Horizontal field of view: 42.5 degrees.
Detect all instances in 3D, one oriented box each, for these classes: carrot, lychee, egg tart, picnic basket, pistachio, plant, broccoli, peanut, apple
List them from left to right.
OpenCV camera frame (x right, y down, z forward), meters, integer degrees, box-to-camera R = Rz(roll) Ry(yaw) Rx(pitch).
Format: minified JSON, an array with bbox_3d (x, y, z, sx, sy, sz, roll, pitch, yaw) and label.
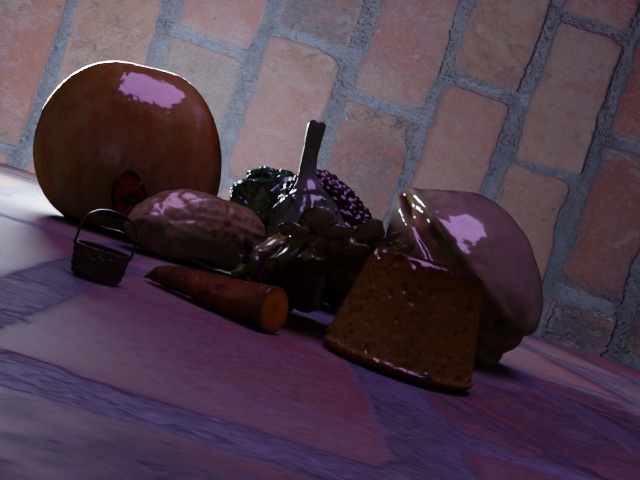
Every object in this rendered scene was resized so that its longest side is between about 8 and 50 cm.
[{"bbox_3d":[-0.254,0.005,0.972,0.072,0.083,0.072,19,0,0],"label":"picnic basket"},{"bbox_3d":[-0.395,-0.184,1.716,0.391,0.346,0.391,14,-3,1],"label":"apple"},{"bbox_3d":[-0.229,-0.019,1.562,0.153,0.140,0.325,-6,-11,42],"label":"peanut"},{"bbox_3d":[-0.142,0.061,1.053,0.224,0.057,0.057,14,-1,34],"label":"carrot"},{"bbox_3d":[-0.100,-0.031,1.794,0.294,0.245,0.265,14,-23,48],"label":"broccoli"},{"bbox_3d":[-0.031,-0.012,1.192,0.306,0.297,0.261,-4,14,33],"label":"plant"},{"bbox_3d":[0.000,0.000,1.572,0.236,0.271,0.236,-9,1,0],"label":"lychee"},{"bbox_3d":[0.119,0.095,1.050,0.202,0.147,0.202,19,3,-1],"label":"egg tart"},{"bbox_3d":[0.257,0.061,1.541,0.365,0.281,0.445,53,8,-16],"label":"pistachio"}]
